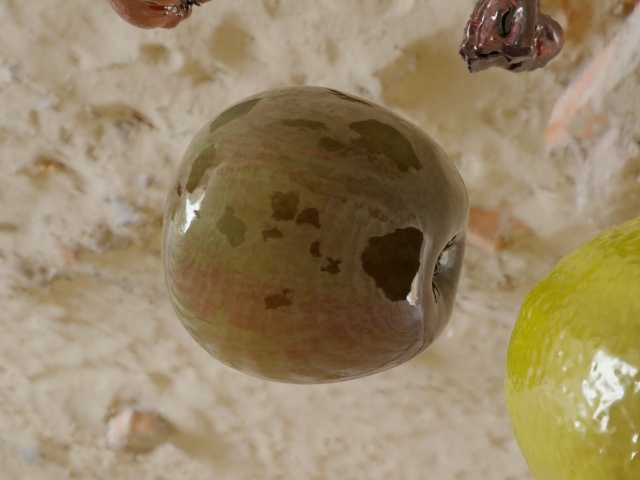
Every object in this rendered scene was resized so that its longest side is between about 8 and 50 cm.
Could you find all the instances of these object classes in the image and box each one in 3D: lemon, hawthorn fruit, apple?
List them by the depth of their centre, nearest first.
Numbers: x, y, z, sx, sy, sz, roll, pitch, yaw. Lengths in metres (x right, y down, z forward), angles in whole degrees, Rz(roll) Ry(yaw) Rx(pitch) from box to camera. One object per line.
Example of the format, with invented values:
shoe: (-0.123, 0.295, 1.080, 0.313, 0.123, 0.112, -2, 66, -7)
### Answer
lemon: (0.255, 0.102, 0.935, 0.245, 0.245, 0.320, 37, -179, -19)
apple: (0.000, 0.000, 1.182, 0.234, 0.257, 0.257, 16, 146, 20)
hawthorn fruit: (-0.162, -0.279, 1.351, 0.138, 0.133, 0.133, 60, 144, 7)

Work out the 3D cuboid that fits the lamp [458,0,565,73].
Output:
lamp: (0.153, -0.258, 1.150, 0.151, 0.223, 0.215, 9, 115, 29)
